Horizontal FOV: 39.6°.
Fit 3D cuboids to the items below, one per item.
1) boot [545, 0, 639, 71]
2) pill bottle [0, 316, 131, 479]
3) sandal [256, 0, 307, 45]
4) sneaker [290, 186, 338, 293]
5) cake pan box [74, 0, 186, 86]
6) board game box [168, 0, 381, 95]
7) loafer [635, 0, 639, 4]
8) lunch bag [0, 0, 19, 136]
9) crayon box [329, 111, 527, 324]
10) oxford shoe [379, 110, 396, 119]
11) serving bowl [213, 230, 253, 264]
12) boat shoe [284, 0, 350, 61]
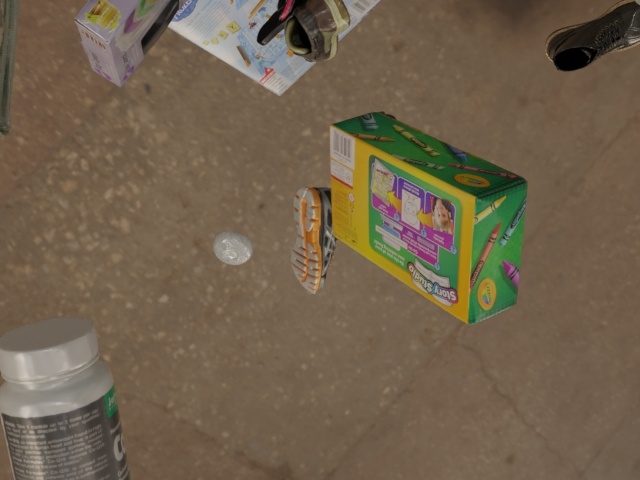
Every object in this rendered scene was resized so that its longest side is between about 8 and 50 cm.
[{"bbox_3d":[0.451,-0.312,1.379,0.198,0.137,0.077,-23,106,20],"label":"boot"},{"bbox_3d":[-0.466,0.336,1.611,0.204,0.204,0.361,-16,108,-32],"label":"pill bottle"},{"bbox_3d":[-0.057,-0.412,1.556,0.179,0.067,0.040,-37,125,25],"label":"sandal"},{"bbox_3d":[0.000,0.000,1.649,0.083,0.084,0.215,-16,122,-37],"label":"sneaker"},{"bbox_3d":[-0.283,-0.385,1.417,0.070,0.267,0.246,37,80,-4],"label":"cake pan box"},{"bbox_3d":[-0.099,-0.454,1.644,0.318,0.066,0.318,28,132,-32],"label":"board game box"},{"bbox_3d":[0.405,-0.269,1.006,0.045,0.125,0.039,-46,114,6],"label":"loafer"},{"bbox_3d":[-0.383,-0.240,0.729,0.169,0.235,0.287,-45,142,-77],"label":"lunch bag"},{"bbox_3d":[0.121,-0.036,1.090,0.081,0.278,0.165,-20,124,-29],"label":"crayon box"},{"bbox_3d":[0.098,-0.184,1.516,0.083,0.227,0.096,37,81,-14],"label":"oxford shoe"},{"bbox_3d":[-0.177,0.020,1.780,0.083,0.027,0.083,5,132,6],"label":"serving bowl"},{"bbox_3d":[-0.016,-0.290,1.230,0.073,0.223,0.080,-26,93,-9],"label":"boat shoe"}]
